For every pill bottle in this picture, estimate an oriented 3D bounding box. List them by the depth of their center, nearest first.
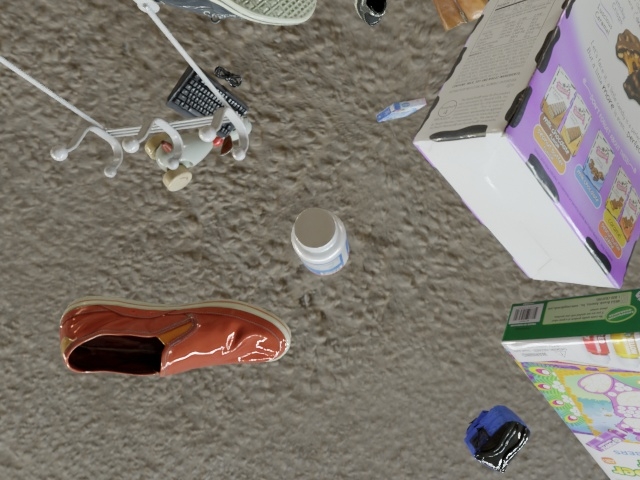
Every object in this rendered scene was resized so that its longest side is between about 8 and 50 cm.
[{"bbox_3d":[0.000,0.000,1.236,0.124,0.221,0.125,-1,75,5],"label":"pill bottle"}]

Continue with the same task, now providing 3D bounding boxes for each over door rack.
[{"bbox_3d":[-0.257,-0.183,0.687,0.239,0.324,0.108,-5,64,12],"label":"over door rack"}]

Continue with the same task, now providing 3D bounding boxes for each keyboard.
[{"bbox_3d":[-0.174,-0.238,0.904,0.023,0.180,0.108,37,96,19],"label":"keyboard"}]

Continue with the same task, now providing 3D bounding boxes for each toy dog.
[{"bbox_3d":[-0.361,-0.302,1.587,0.220,0.161,0.334,34,69,2],"label":"toy dog"}]

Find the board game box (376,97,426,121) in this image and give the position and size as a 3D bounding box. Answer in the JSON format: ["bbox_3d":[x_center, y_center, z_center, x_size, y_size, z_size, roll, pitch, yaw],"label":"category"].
[{"bbox_3d":[0.195,-0.317,1.318,0.089,0.090,0.020,-17,91,-22],"label":"board game box"}]

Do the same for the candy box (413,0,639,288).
[{"bbox_3d":[0.172,-0.094,0.372,0.165,0.070,0.196,40,70,-32],"label":"candy box"}]

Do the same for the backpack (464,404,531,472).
[{"bbox_3d":[0.379,0.415,1.171,0.097,0.101,0.120,32,103,-25],"label":"backpack"}]

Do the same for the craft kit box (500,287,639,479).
[{"bbox_3d":[0.333,0.139,0.476,0.246,0.061,0.249,45,144,-22],"label":"craft kit box"}]

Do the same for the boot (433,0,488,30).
[{"bbox_3d":[0.351,-0.681,1.347,0.264,0.096,0.280,-10,125,50],"label":"boot"}]

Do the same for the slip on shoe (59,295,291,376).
[{"bbox_3d":[-0.206,0.151,0.787,0.330,0.101,0.123,6,126,-14],"label":"slip on shoe"}]

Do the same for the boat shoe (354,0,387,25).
[{"bbox_3d":[0.144,-0.651,1.494,0.083,0.233,0.079,-21,82,2],"label":"boat shoe"}]

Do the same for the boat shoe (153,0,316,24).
[{"bbox_3d":[-0.255,-0.642,1.333,0.499,0.156,0.187,5,96,-15],"label":"boat shoe"}]
